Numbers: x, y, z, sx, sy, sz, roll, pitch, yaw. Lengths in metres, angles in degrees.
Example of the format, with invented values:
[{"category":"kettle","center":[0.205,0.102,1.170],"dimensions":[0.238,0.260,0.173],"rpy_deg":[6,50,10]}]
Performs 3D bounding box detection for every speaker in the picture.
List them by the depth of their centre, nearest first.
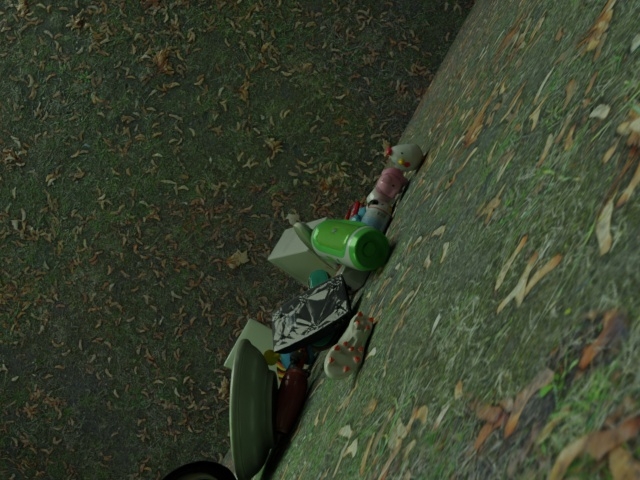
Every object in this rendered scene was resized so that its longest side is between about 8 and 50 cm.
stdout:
[{"category":"speaker","center":[0.078,0.009,1.724],"dimensions":[0.131,0.131,0.296],"rpy_deg":[-61,24,-6]}]

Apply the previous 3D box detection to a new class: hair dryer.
[{"category":"hair dryer","center":[-0.080,0.471,1.769],"dimensions":[0.293,0.080,0.223],"rpy_deg":[-59,-23,-73]}]

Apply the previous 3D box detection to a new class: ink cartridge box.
[{"category":"ink cartridge box","center":[0.105,0.092,1.916],"dimensions":[0.134,0.078,0.231],"rpy_deg":[-61,1,-17]}]

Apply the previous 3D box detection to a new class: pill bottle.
[{"category":"pill bottle","center":[0.166,-0.032,1.982],"dimensions":[0.160,0.087,0.087],"rpy_deg":[-61,1,-18]}]

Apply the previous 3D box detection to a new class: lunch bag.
[{"category":"lunch bag","center":[0.150,-0.054,2.671],"dimensions":[0.258,0.120,0.293],"rpy_deg":[-57,4,20]}]

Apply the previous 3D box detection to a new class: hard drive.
[{"category":"hard drive","center":[-0.024,0.217,1.722],"dimensions":[0.255,0.054,0.172],"rpy_deg":[-31,37,16]}]

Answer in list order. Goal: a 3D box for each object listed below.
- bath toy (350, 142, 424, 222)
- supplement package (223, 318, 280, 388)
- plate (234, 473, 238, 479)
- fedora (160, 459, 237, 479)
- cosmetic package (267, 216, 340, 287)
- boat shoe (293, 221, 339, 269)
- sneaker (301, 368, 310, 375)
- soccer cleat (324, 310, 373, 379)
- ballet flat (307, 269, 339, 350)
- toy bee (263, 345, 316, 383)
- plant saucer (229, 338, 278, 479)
[{"category":"bath toy","center":[0.227,-0.186,2.065],"dimensions":[0.348,0.129,0.151],"rpy_deg":[-61,35,33]},{"category":"supplement package","center":[-0.205,0.448,2.303],"dimensions":[0.204,0.262,0.145],"rpy_deg":[-61,1,-10]},{"category":"plate","center":[-0.328,0.913,2.007],"dimensions":[0.278,0.045,0.277],"rpy_deg":[-62,3,-40]},{"category":"fedora","center":[-0.298,0.727,1.478],"dimensions":[0.153,0.334,0.334],"rpy_deg":[3,59,51]},{"category":"cosmetic package","center":[-0.015,0.054,2.226],"dimensions":[0.385,0.217,0.156],"rpy_deg":[-13,44,61]},{"category":"boat shoe","center":[0.001,0.001,1.912],"dimensions":[0.081,0.227,0.079],"rpy_deg":[-50,37,-10]},{"category":"sneaker","center":[-0.061,0.445,1.933],"dimensions":[0.109,0.040,0.043],"rpy_deg":[115,166,-53]},{"category":"soccer cleat","center":[0.059,0.227,1.243],"dimensions":[0.196,0.068,0.076],"rpy_deg":[-52,-12,-51]},{"category":"ballet flat","center":[0.015,0.228,1.829],"dimensions":[0.316,0.108,0.106],"rpy_deg":[-88,-13,-47]},{"category":"toy bee","center":[-0.084,0.347,2.005],"dimensions":[0.195,0.162,0.298],"rpy_deg":[14,-59,-46]},{"category":"plant saucer","center":[-0.177,0.482,1.714],"dimensions":[0.400,0.101,0.400],"rpy_deg":[-2,-90,-88]}]
